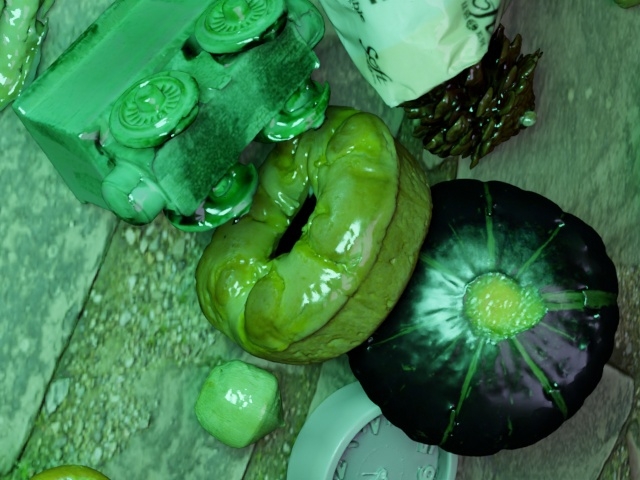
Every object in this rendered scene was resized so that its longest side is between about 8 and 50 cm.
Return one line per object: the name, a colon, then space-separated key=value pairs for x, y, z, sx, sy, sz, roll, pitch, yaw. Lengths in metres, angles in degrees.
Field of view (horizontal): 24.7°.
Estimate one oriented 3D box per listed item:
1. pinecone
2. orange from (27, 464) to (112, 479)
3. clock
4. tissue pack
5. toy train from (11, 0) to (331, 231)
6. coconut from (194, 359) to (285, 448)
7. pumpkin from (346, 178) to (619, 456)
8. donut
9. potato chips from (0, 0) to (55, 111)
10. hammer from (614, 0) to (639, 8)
pinecone: x=0.147 y=-0.162 z=1.533 sx=0.174 sy=0.174 sz=0.173 roll=-12 pitch=110 yaw=-34
orange: x=-0.244 y=0.281 z=1.394 sx=0.160 sy=0.112 sz=0.170 roll=13 pitch=119 yaw=-50
clock: x=0.060 y=0.258 z=1.644 sx=0.197 sy=0.068 sz=0.196 roll=-12 pitch=111 yaw=-34
tissue pack: x=0.059 y=-0.348 z=1.314 sx=0.375 sy=0.195 sz=0.390 roll=61 pitch=30 yaw=-26
toy train: x=-0.118 y=-0.130 z=1.296 sx=0.266 sy=0.202 sz=0.145 roll=-49 pitch=136 yaw=-21
coconut: x=-0.079 y=0.169 z=1.503 sx=0.096 sy=0.088 sz=0.087 roll=31 pitch=83 yaw=-9
pumpkin: x=0.159 y=0.084 z=1.559 sx=0.296 sy=0.296 sz=0.295 roll=-12 pitch=110 yaw=-34
donut: x=0.000 y=0.000 z=1.434 sx=0.128 sy=0.208 sz=0.261 roll=32 pitch=88 yaw=-40
potato chips: x=-0.319 y=-0.245 z=1.146 sx=0.389 sy=0.097 sz=0.373 roll=-66 pitch=162 yaw=-6
hammer: x=0.475 y=-0.347 z=1.767 sx=0.306 sy=0.113 sz=0.201 roll=-20 pitch=112 yaw=-22
